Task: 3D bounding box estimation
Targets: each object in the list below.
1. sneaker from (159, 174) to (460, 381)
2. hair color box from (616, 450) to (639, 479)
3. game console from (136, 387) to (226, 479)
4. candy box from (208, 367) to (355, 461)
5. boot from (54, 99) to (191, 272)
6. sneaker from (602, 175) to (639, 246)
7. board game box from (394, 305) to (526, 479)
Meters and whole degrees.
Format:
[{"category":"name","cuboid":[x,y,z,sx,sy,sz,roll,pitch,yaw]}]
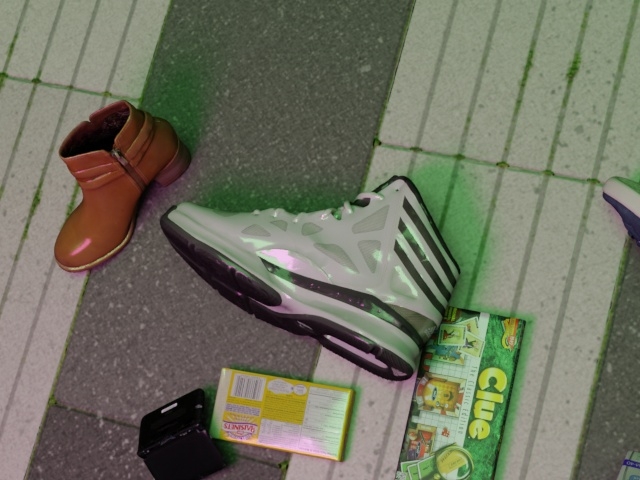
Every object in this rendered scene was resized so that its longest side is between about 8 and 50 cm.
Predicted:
[{"category":"sneaker","cuboid":[0.001,0.001,1.895,0.447,0.169,0.257,27,71,21]},{"category":"hair color box","cuboid":[0.412,0.399,1.546,0.185,0.339,0.110,13,120,20]},{"category":"game console","cuboid":[-0.202,0.294,1.918,0.122,0.071,0.107,-28,38,24]},{"category":"candy box","cuboid":[-0.056,0.251,1.890,0.206,0.027,0.105,8,82,19]},{"category":"boot","cuboid":[-0.332,-0.081,1.958,0.283,0.220,0.109,-39,68,4]},{"category":"sneaker","cuboid":[0.480,0.059,1.730,0.350,0.131,0.148,48,119,33]},{"category":"board game box","cuboid":[0.195,0.224,1.819,0.136,0.030,0.260,9,79,17]}]
